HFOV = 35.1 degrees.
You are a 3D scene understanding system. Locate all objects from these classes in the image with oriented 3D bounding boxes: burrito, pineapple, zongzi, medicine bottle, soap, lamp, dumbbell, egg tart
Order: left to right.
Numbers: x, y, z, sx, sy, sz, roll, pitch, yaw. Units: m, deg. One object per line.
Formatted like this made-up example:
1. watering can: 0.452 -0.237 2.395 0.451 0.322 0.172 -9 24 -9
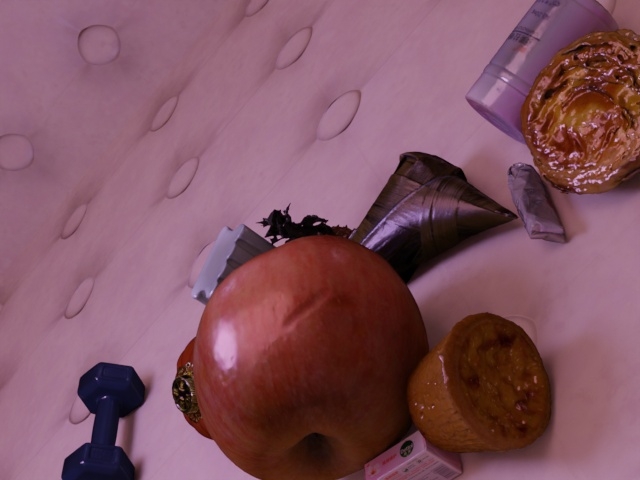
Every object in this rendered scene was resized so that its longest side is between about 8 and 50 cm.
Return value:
1. dumbbell: -0.492 0.435 2.317 0.156 0.144 0.316 -38 33 27
2. lamp: -0.189 0.283 1.981 0.223 0.197 0.223 11 104 50
3. soap: -0.103 0.103 1.963 0.088 0.265 0.159 -4 56 53
4. pineapple: 0.000 0.000 1.940 0.125 0.251 0.125 -34 44 40
5. zongzi: 0.190 0.000 1.795 0.286 0.138 0.300 -57 38 4
6. egg tart: 0.216 0.218 1.465 0.147 0.203 0.202 -34 34 48
7. burrito: 0.352 -0.062 1.676 0.064 0.064 0.203 -41 32 23
8. medicine bottle: 0.388 -0.310 1.787 0.254 0.152 0.152 -52 29 3
9. egg tart: 0.460 -0.197 1.610 0.297 0.132 0.297 -24 57 43

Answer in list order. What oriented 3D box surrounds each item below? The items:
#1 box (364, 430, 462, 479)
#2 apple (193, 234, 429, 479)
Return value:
1. box: 0.140 0.348 1.539 0.125 0.089 0.043 -38 33 25
2. apple: -0.018 0.202 1.639 0.391 0.391 0.346 -37 48 29
